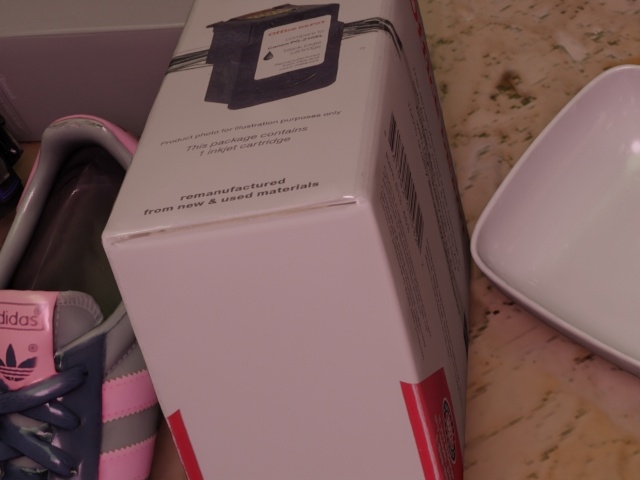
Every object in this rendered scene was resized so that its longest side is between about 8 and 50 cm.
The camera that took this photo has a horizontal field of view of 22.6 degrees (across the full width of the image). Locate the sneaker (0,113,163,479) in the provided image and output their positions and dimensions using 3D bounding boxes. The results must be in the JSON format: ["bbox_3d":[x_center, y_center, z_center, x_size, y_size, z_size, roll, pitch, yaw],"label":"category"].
[{"bbox_3d":[-0.131,0.089,0.730,0.112,0.131,0.319,0,61,14],"label":"sneaker"}]

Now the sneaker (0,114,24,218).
[{"bbox_3d":[-0.197,-0.063,0.802,0.090,0.232,0.081,1,26,2],"label":"sneaker"}]

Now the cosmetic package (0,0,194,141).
[{"bbox_3d":[-0.122,-0.130,0.874,0.238,0.107,0.127,-4,57,17],"label":"cosmetic package"}]

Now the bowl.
[{"bbox_3d":[0.159,-0.002,0.752,0.142,0.053,0.142,32,74,28],"label":"bowl"}]

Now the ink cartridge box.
[{"bbox_3d":[0.000,0.000,0.674,0.100,0.172,0.237,-9,31,12],"label":"ink cartridge box"}]
